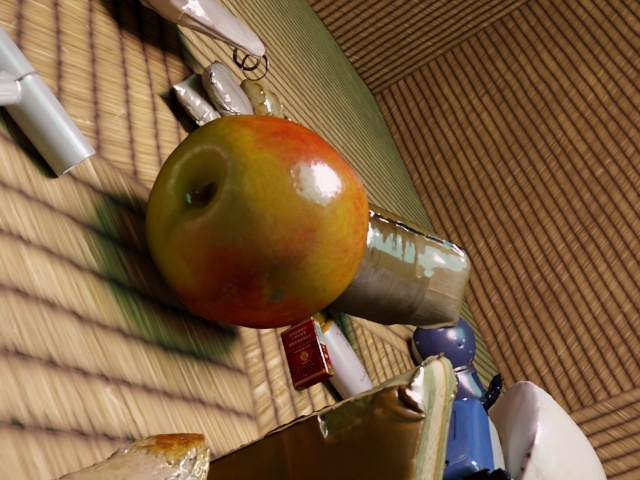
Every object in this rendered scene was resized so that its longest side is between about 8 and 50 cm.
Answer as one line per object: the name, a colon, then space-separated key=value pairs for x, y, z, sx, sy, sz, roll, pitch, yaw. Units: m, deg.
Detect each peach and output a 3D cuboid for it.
peach: x=-0.062 y=-0.015 z=0.618 sx=0.231 sy=0.230 sz=0.231 roll=53 pitch=18 yaw=-26

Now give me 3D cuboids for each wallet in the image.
wallet: x=-0.234 y=-0.390 z=0.899 sx=0.335 sy=0.068 sz=0.275 roll=44 pitch=13 yaw=7

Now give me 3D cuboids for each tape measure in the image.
tape measure: x=0.149 y=0.269 z=0.790 sx=0.098 sy=0.215 sz=0.351 roll=61 pitch=17 yaw=0

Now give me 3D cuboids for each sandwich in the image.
sandwich: x=0.042 y=0.237 z=0.508 sx=0.199 sy=0.227 sz=0.155 roll=65 pitch=18 yaw=14

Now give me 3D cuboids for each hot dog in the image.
hot dog: x=-0.133 y=0.173 z=0.376 sx=0.168 sy=0.078 sz=0.061 roll=1 pitch=92 yaw=-59

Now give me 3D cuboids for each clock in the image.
clock: x=0.299 y=0.287 z=1.352 sx=0.199 sy=0.146 sz=0.244 roll=10 pitch=60 yaw=-64

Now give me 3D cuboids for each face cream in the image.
face cream: x=0.028 y=0.180 z=0.866 sx=0.182 sy=0.051 sz=0.072 roll=58 pitch=17 yaw=-9

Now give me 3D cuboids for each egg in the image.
egg: x=0.295 y=0.378 z=0.818 sx=0.200 sy=0.337 sz=0.337 roll=27 pitch=16 yaw=6

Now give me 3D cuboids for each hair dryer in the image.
hair dryer: x=-0.274 y=-0.100 z=0.456 sx=0.155 sy=0.044 sz=0.183 roll=55 pitch=23 yaw=-17

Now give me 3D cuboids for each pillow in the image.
pillow: x=-0.154 y=-0.208 z=0.910 sx=0.134 sy=0.077 sz=0.181 roll=54 pitch=10 yaw=-21

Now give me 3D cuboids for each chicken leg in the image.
chicken leg: x=-0.081 y=-0.194 z=1.087 sx=0.228 sy=0.088 sz=0.103 roll=56 pitch=4 yaw=-6

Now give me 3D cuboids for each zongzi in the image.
zongzi: x=0.000 y=0.000 z=0.969 sx=0.355 sy=0.174 sz=0.392 roll=23 pitch=1 yaw=-32

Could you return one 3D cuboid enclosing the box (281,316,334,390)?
box: x=-0.018 y=0.149 z=0.778 sx=0.023 sy=0.051 sz=0.082 roll=36 pitch=29 yaw=-53
